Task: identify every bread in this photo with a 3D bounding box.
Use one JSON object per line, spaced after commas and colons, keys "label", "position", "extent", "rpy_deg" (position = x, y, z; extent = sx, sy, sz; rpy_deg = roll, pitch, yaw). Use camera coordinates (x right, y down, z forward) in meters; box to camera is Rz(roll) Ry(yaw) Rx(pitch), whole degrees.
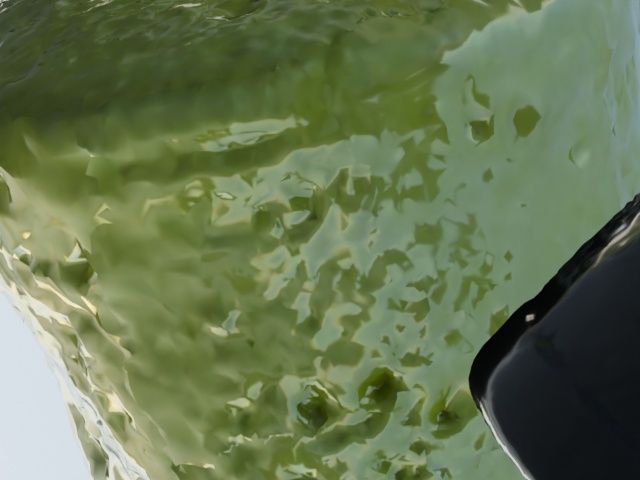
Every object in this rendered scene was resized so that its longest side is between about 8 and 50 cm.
{"label": "bread", "position": [0.000, 0.000, 0.842], "extent": [0.348, 0.348, 0.307], "rpy_deg": [11, -63, 60]}

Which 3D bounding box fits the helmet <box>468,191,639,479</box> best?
{"label": "helmet", "position": [0.172, 0.054, 0.476], "extent": [0.160, 0.230, 0.279], "rpy_deg": [-53, 173, 13]}
